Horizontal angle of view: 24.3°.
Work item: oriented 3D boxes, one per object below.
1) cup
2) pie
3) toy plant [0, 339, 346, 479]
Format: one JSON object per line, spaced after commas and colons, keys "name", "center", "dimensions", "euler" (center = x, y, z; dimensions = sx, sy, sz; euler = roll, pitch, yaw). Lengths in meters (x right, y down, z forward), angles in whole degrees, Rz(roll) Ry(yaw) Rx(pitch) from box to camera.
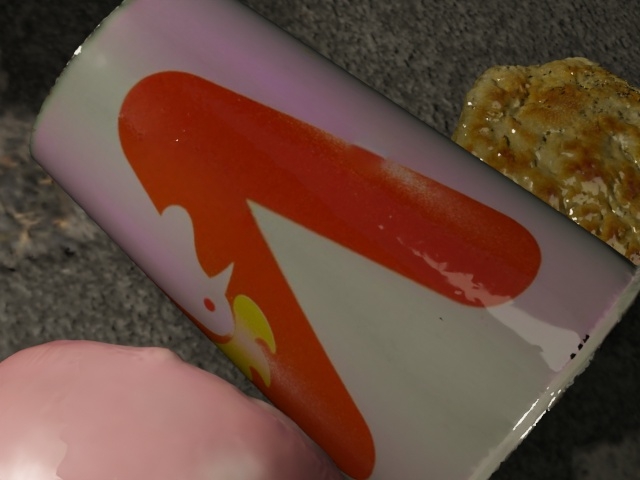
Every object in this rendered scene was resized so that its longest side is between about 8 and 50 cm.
{"name": "cup", "center": [0.000, 0.000, 0.771], "dimensions": [0.288, 0.203, 0.203], "euler": [40, 48, 8]}
{"name": "pie", "center": [0.157, -0.038, 0.947], "dimensions": [0.163, 0.079, 0.193], "euler": [17, 53, -7]}
{"name": "toy plant", "center": [-0.129, 0.202, 0.514], "dimensions": [0.356, 0.211, 0.317], "euler": [-59, 138, -30]}
